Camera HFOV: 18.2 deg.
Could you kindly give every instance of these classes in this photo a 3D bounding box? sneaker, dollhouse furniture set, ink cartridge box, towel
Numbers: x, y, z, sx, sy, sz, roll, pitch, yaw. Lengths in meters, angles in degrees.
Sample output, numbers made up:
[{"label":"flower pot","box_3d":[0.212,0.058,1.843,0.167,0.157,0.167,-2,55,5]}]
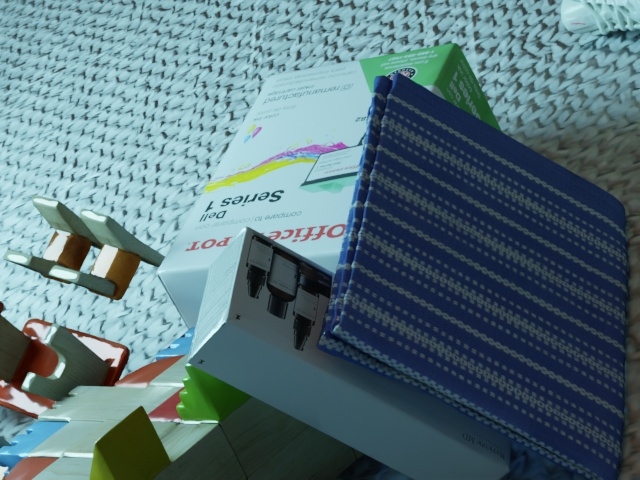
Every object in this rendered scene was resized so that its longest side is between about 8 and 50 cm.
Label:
[{"label":"sneaker","box_3d":[0.283,-0.220,1.853,0.115,0.090,0.232,-34,21,5]},{"label":"dollhouse furniture set","box_3d":[-0.258,0.106,1.733,0.259,0.135,0.262,14,74,47]},{"label":"ink cartridge box","box_3d":[0.013,-0.030,1.705,0.201,0.117,0.278,-7,38,31]},{"label":"towel","box_3d":[0.123,0.022,1.500,0.040,0.243,0.336,-54,14,36]}]

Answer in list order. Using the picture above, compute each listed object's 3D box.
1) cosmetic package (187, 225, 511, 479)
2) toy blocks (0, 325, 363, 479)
[{"label":"cosmetic package","box_3d":[0.027,0.090,1.429,0.060,0.239,0.099,-45,24,41]},{"label":"toy blocks","box_3d":[-0.136,0.177,1.524,0.261,0.191,0.381,-4,27,49]}]
